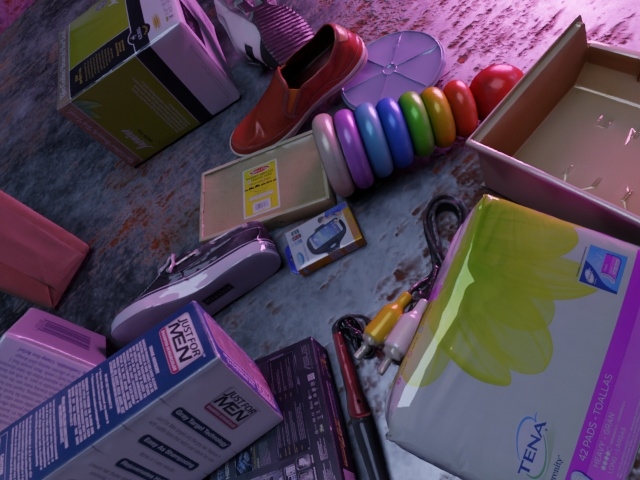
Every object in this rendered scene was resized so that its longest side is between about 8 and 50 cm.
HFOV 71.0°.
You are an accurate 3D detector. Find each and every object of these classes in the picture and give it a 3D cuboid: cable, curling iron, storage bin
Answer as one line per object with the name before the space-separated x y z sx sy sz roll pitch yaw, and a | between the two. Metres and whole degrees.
cable | 0.161 0.059 0.607 0.139 0.072 0.287 18 73 27
curling iron | 0.063 0.220 0.592 0.068 0.035 0.274 -19 57 17
storage bin | 0.382 -0.134 0.568 0.260 0.123 0.262 -49 54 -4

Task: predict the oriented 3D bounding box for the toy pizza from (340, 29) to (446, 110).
toy pizza | 0.134 -0.310 0.840 0.201 0.032 0.201 -12 59 21

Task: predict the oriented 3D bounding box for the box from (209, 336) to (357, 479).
box | -0.058 0.268 0.595 0.183 0.059 0.232 -26 47 11

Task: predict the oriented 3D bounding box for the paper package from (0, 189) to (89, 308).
paper package | -0.712 -0.023 0.935 0.325 0.309 0.168 16 69 31

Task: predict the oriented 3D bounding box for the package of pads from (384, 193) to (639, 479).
package of pads | 0.218 0.119 0.485 0.229 0.101 0.296 22 79 15

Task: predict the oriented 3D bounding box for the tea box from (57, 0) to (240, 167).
tea box | -0.407 -0.414 1.047 0.324 0.220 0.329 -29 55 9

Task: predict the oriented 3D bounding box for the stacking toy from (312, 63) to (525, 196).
stacking toy | 0.161 -0.184 0.715 0.330 0.141 0.141 -18 58 9

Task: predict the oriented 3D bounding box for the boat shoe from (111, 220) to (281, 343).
boat shoe | -0.219 0.065 0.766 0.306 0.113 0.105 -33 53 5

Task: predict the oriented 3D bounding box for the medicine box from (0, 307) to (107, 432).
medicine box | -0.474 0.275 0.691 0.263 0.149 0.289 0 60 63

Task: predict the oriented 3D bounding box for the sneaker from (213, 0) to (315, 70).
sneaker | -0.120 -0.447 1.001 0.122 0.146 0.330 -32 74 -23

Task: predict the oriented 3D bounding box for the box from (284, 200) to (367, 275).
box | 0.000 0.000 0.745 0.136 0.028 0.081 -27 56 9

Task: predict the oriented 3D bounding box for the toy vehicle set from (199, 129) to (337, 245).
toy vehicle set | -0.106 -0.096 0.842 0.267 0.035 0.166 -17 58 18

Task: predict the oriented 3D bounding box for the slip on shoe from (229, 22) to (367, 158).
slip on shoe | -0.063 -0.283 0.862 0.331 0.101 0.123 -37 59 21

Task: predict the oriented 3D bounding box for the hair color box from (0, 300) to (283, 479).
hair color box | -0.238 0.245 0.533 0.347 0.174 0.105 -34 44 -7
